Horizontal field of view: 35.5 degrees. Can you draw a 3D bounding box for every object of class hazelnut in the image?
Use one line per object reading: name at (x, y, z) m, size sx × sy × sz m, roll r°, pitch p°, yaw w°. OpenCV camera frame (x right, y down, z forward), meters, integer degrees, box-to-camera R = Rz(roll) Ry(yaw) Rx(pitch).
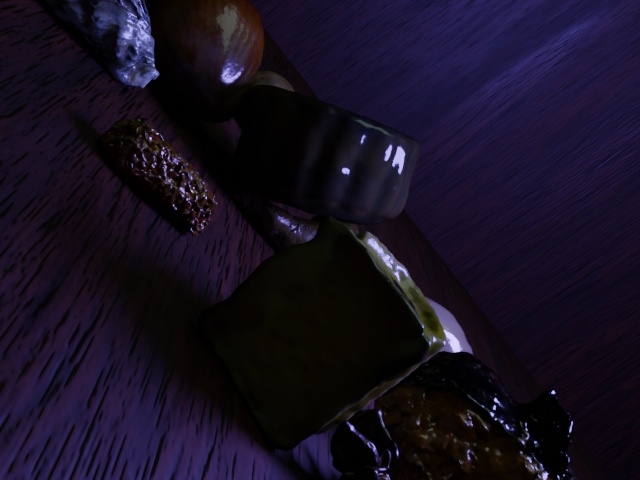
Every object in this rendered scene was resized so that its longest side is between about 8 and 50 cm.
hazelnut at (-0.166, -0.287, 1.506) m, size 0.210 × 0.186 × 0.210 m, roll 42°, pitch -18°, yaw 17°

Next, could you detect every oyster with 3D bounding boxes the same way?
oyster at (-0.308, -0.331, 1.284) m, size 0.268 × 0.112 × 0.198 m, roll 48°, pitch -12°, yaw 14°

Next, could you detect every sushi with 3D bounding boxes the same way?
sushi at (0.220, 0.291, 1.243) m, size 0.348 × 0.234 × 0.207 m, roll 49°, pitch 10°, yaw 2°

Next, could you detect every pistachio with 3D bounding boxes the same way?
pistachio at (0.144, 0.153, 1.508) m, size 0.223 × 0.126 × 0.152 m, roll 44°, pitch 52°, yaw -29°

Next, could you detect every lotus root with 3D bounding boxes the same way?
lotus root at (-0.105, -0.264, 1.903) m, size 0.125 × 0.118 × 0.221 m, roll 68°, pitch 0°, yaw -47°

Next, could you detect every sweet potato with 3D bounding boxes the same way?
sweet potato at (0.003, 0.001, 1.566) m, size 0.124 × 0.098 × 0.310 m, roll 27°, pitch 6°, yaw 16°

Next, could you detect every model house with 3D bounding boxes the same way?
model house at (0.014, 0.092, 1.059) m, size 0.175 × 0.193 × 0.234 m, roll 53°, pitch 10°, yaw 8°

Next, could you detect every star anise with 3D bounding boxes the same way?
star anise at (0.047, 0.238, 0.986) m, size 0.234 × 0.073 × 0.177 m, roll 76°, pitch 0°, yaw -53°

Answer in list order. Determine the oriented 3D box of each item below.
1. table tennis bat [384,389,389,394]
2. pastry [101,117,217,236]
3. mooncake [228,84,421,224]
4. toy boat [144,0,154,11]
table tennis bat at (0.092, 0.190, 1.544) m, size 0.236 × 0.027 × 0.150 m, roll 43°, pitch 16°, yaw -42°
pastry at (-0.171, -0.074, 1.126) m, size 0.169 × 0.063 × 0.087 m, roll 44°, pitch 12°, yaw -39°
mooncake at (0.005, -0.125, 1.522) m, size 0.290 × 0.161 × 0.290 m, roll 19°, pitch 6°, yaw -2°
toy boat at (-0.262, -0.418, 1.754) m, size 0.246 × 0.093 × 0.103 m, roll 55°, pitch 3°, yaw 5°
